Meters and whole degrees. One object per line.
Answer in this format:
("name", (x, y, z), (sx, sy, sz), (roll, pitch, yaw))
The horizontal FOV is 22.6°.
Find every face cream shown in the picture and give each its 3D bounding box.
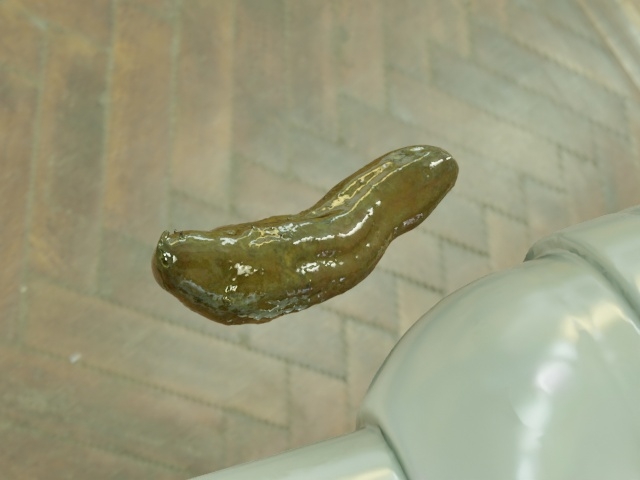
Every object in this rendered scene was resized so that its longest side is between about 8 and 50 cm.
("face cream", (0.105, 0.059, 0.412), (0.369, 0.145, 0.145), (-16, 72, -12))

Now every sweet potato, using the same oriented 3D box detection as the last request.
("sweet potato", (0.000, 0.001, 0.756), (0.182, 0.053, 0.054), (-24, 58, -34))
